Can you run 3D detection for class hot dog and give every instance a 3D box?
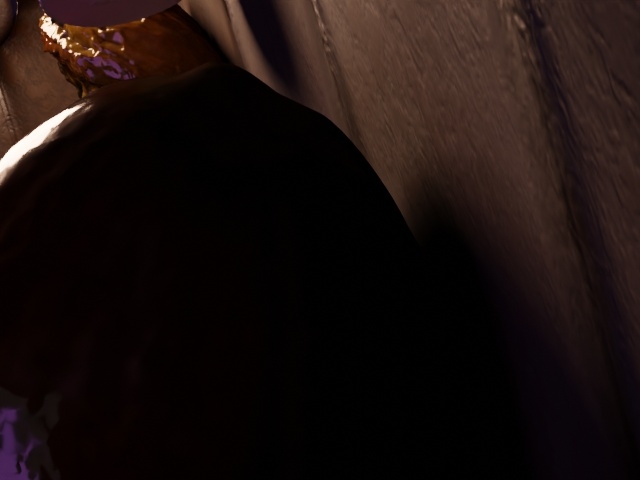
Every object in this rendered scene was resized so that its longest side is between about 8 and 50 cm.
[{"bbox_3d":[-0.193,-0.161,1.978,0.387,0.174,0.267,-128,22,-69],"label":"hot dog"}]

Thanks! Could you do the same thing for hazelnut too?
[{"bbox_3d":[-0.085,0.094,1.159,0.421,0.352,0.421,-30,53,49],"label":"hazelnut"}]

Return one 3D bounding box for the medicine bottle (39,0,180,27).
[{"bbox_3d":[-0.212,-0.357,1.666,0.178,0.178,0.291,93,157,-70],"label":"medicine bottle"}]
